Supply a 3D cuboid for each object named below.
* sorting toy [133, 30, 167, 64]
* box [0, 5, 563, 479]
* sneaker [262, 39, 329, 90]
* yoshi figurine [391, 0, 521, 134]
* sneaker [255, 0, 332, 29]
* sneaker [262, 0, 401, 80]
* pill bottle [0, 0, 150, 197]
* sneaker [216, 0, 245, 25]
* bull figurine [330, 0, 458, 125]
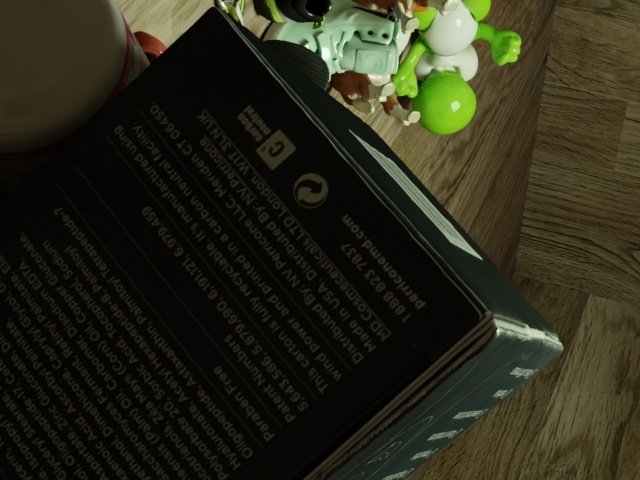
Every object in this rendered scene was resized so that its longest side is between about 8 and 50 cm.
[{"bbox_3d":[-0.172,-0.171,1.381,0.102,0.061,0.042,98,-19,-48],"label":"sorting toy"},{"bbox_3d":[-0.094,0.123,1.107,0.472,0.297,0.480,-43,166,7],"label":"box"},{"bbox_3d":[-0.095,-0.104,1.617,0.330,0.122,0.146,-59,172,-40],"label":"sneaker"},{"bbox_3d":[0.219,-0.314,2.361,0.203,0.203,0.362,-49,157,-23],"label":"yoshi figurine"},{"bbox_3d":[-0.027,-0.341,1.615,0.234,0.097,0.084,80,29,-57],"label":"sneaker"},{"bbox_3d":[0.017,-0.235,1.770,0.256,0.151,0.094,-57,159,-44],"label":"sneaker"},{"bbox_3d":[-0.200,-0.093,1.140,0.283,0.160,0.160,66,42,-67],"label":"pill bottle"},{"bbox_3d":[-0.101,-0.276,1.560,0.083,0.031,0.035,91,7,-54],"label":"sneaker"},{"bbox_3d":[0.092,-0.314,1.939,0.101,0.188,0.310,-8,130,-27],"label":"bull figurine"}]
